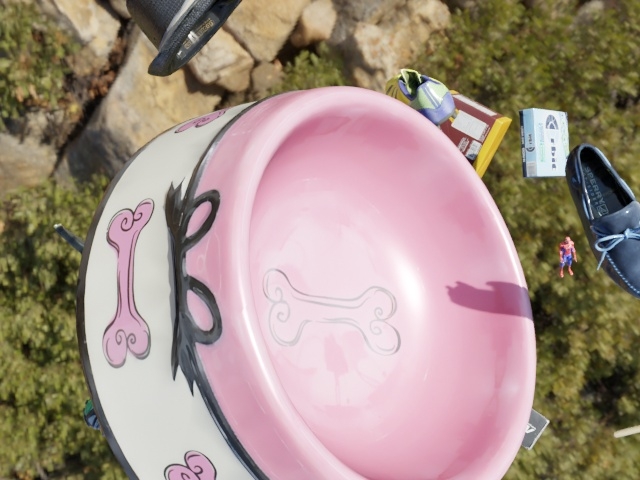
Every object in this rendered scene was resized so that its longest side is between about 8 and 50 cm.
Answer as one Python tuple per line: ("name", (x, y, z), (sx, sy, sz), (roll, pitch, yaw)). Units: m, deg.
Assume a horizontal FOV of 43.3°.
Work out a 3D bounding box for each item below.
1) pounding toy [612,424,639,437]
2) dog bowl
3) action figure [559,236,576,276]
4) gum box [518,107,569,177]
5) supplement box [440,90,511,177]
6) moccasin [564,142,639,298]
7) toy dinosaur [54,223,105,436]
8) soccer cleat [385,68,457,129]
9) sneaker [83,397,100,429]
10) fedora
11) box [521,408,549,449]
("pounding toy", (0.560, 0.286, 1.250), (0.100, 0.141, 0.130), (-1, 119, -42))
("dog bowl", (0.021, 0.058, 0.665), (0.407, 0.408, 0.150), (13, 154, -40))
("action figure", (0.579, 0.037, 1.894), (0.038, 0.030, 0.115), (-9, 128, 5))
("gum box", (0.533, -0.228, 1.914), (0.041, 0.157, 0.184), (-3, -178, 40))
("supplement box", (0.397, -0.295, 2.274), (0.129, 0.194, 0.191), (-24, 142, -63))
("moccasin", (0.576, -0.037, 1.607), (0.137, 0.342, 0.117), (-30, 162, 6))
("toy dinosaur", (-0.258, 0.100, 0.998), (0.064, 0.268, 0.118), (-9, -171, 13))
("soccer cleat", (0.195, -0.318, 1.675), (0.093, 0.289, 0.121), (-36, 116, 2))
("sneaker", (-0.275, 0.267, 1.494), (0.343, 0.146, 0.134), (-25, 172, -4))
("fedora", (-0.236, -0.455, 1.435), (0.152, 0.334, 0.334), (41, 115, -7))
("box", (0.265, 0.254, 1.402), (0.060, 0.270, 0.216), (-54, 162, -1))
